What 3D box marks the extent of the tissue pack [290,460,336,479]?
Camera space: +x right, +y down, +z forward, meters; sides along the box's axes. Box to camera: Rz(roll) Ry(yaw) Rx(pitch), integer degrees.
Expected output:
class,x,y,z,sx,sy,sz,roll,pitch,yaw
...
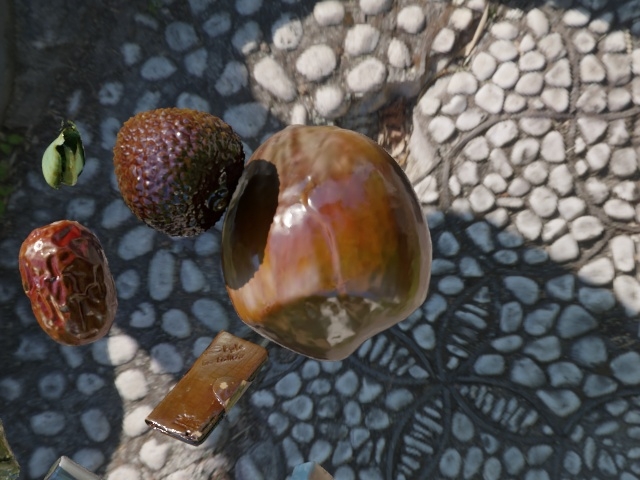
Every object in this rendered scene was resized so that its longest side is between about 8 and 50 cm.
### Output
class,x,y,z,sx,sy,sz,roll,pitch,yaw
tissue pack,-0.018,0.448,1.507,0.059,0.094,0.074,-29,116,32

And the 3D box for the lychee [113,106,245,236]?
class,x,y,z,sx,sy,sz,roll,pitch,yaw
lychee,-0.203,-0.098,1.208,0.195,0.194,0.194,0,87,3

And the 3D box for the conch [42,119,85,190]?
class,x,y,z,sx,sy,sz,roll,pitch,yaw
conch,-0.488,-0.155,1.620,0.079,0.170,0.105,6,68,-16

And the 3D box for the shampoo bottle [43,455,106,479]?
class,x,y,z,sx,sy,sz,roll,pitch,yaw
shampoo bottle,-0.353,0.443,1.433,0.227,0.086,0.055,36,55,-13

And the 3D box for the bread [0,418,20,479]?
class,x,y,z,sx,sy,sz,roll,pitch,yaw
bread,-0.680,0.337,1.365,0.395,0.239,0.264,-34,48,12

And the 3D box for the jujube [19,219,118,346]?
class,x,y,z,sx,sy,sz,roll,pitch,yaw
jujube,-0.500,0.085,1.701,0.174,0.174,0.250,-14,96,2

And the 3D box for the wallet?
class,x,y,z,sx,sy,sz,roll,pitch,yaw
wallet,-0.149,0.195,1.149,0.095,0.026,0.176,18,46,27

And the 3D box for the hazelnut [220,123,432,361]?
class,x,y,z,sx,sy,sz,roll,pitch,yaw
hazelnut,0.000,0.000,1.322,0.373,0.315,0.372,9,103,40
